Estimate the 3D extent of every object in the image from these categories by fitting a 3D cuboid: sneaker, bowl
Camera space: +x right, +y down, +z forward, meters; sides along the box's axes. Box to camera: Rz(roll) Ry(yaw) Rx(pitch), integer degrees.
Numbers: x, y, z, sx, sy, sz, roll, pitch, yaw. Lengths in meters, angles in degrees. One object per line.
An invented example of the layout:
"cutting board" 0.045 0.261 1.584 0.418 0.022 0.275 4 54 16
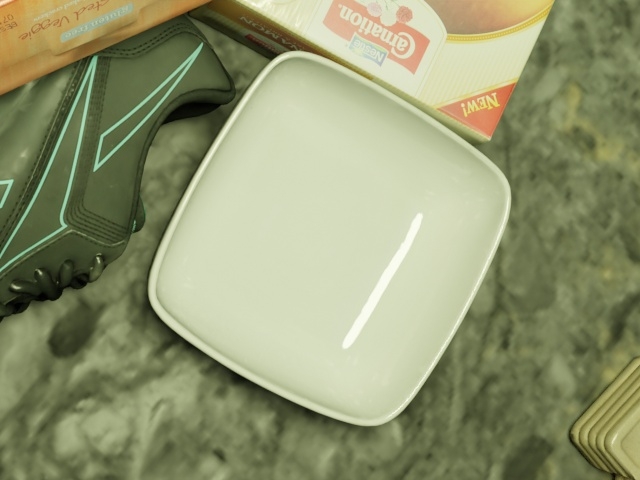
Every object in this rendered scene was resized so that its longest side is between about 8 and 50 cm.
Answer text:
"sneaker" -0.138 -0.005 0.771 0.106 0.101 0.267 37 78 -14
"bowl" 0.000 0.000 0.828 0.142 0.053 0.142 30 85 -17

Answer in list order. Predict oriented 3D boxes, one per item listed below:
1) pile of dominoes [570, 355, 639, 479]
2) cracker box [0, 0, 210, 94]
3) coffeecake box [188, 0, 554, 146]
"pile of dominoes" 0.231 0.159 0.916 0.196 0.040 0.251 -45 108 -14
"cracker box" -0.146 -0.178 0.748 0.156 0.067 0.232 -27 69 -17
"coffeecake box" 0.046 -0.156 0.850 0.142 0.068 0.185 27 80 -14
